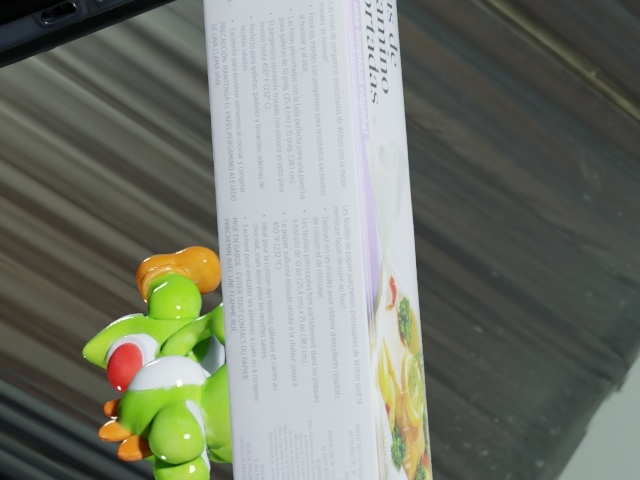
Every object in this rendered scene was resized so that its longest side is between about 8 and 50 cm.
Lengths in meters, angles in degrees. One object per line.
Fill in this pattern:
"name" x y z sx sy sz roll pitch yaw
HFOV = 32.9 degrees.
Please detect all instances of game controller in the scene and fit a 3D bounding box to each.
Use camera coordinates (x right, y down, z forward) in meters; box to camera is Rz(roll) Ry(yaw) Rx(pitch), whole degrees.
"game controller" -0.108 -0.172 0.654 0.319 0.067 0.166 -22 14 1

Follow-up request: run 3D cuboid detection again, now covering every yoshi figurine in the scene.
"yoshi figurine" -0.116 0.146 1.175 0.203 0.203 0.362 -41 24 7

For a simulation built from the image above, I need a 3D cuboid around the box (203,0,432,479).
"box" 0.000 0.000 0.433 0.063 0.067 0.323 4 -100 -67
